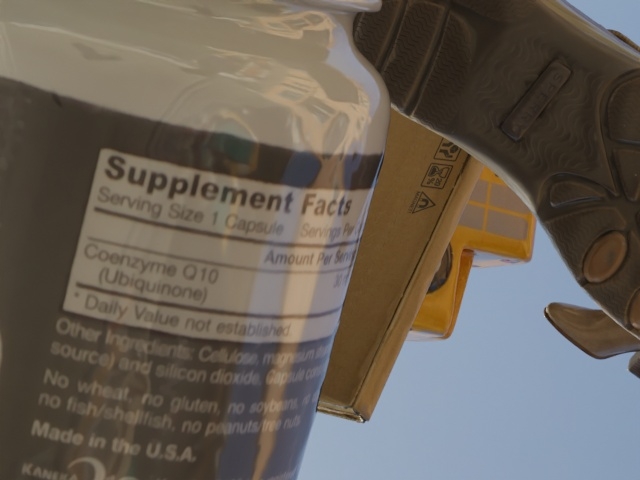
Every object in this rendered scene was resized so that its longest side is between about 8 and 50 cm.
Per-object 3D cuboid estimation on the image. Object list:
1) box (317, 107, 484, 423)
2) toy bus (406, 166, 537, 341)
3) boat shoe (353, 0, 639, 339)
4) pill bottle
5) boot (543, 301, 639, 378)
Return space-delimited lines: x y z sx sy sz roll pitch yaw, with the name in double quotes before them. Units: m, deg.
"box" 0.000 0.000 1.090 0.164 0.021 0.201 9 -115 40
"toy bus" 0.098 -0.087 1.431 0.130 0.108 0.332 12 -100 -28
"boat shoe" 0.152 -0.054 0.996 0.324 0.116 0.123 45 -74 3
"pill bottle" -0.087 -0.001 0.794 0.204 0.204 0.361 18 -81 22
"boot" 0.238 0.056 1.392 0.118 0.087 0.042 29 -146 -16
